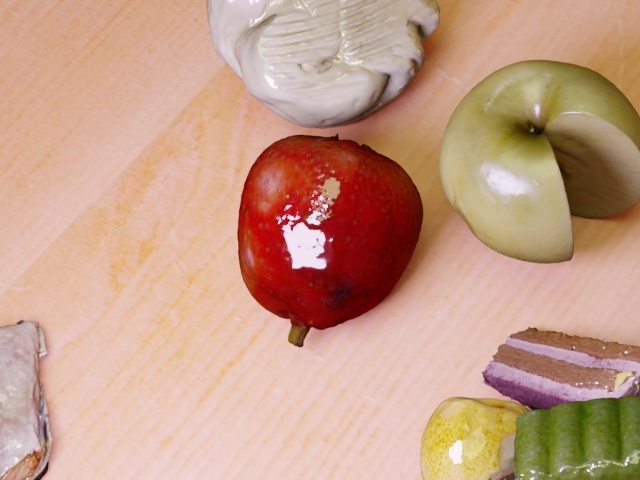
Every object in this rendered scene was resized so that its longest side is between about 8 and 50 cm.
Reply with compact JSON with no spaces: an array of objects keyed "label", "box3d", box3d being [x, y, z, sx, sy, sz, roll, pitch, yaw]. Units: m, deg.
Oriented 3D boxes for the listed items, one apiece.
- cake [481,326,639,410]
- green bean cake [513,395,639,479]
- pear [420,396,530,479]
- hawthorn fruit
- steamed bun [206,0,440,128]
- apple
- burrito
[{"label":"cake","box3d":[0.345,0.183,1.877,0.295,0.112,0.116,18,54,45]},{"label":"green bean cake","box3d":[0.373,0.317,1.725,0.247,0.250,0.156,-10,30,16]},{"label":"pear","box3d":[0.211,0.291,1.850,0.178,0.178,0.178,-6,62,10]},{"label":"hawthorn fruit","box3d":[0.000,0.000,2.008,0.265,0.265,0.307,22,92,23]},{"label":"steamed bun","box3d":[-0.011,-0.348,2.187,0.339,0.247,0.352,-33,96,-17]},{"label":"apple","box3d":[0.315,-0.107,1.977,0.292,0.254,0.292,-5,59,9]},{"label":"burrito","box3d":[-0.473,0.278,2.053,0.175,0.107,0.347,-19,57,19]}]
